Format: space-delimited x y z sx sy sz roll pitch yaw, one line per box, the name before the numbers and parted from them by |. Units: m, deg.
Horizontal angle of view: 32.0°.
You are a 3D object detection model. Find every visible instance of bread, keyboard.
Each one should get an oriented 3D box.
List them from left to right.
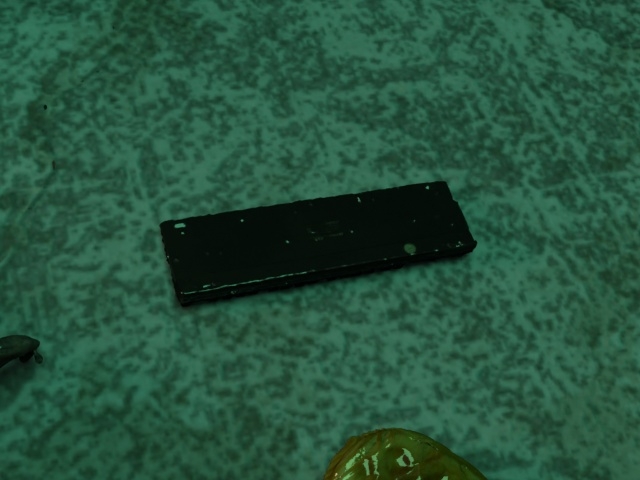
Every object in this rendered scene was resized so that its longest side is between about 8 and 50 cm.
keyboard | 0.000 0.000 0.700 0.195 0.018 0.060 -9 58 -16
bread | 0.053 0.151 0.617 0.110 0.044 0.083 33 58 4

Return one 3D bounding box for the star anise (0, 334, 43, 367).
star anise | -0.262 0.098 0.566 0.171 0.063 0.208 23 61 2
